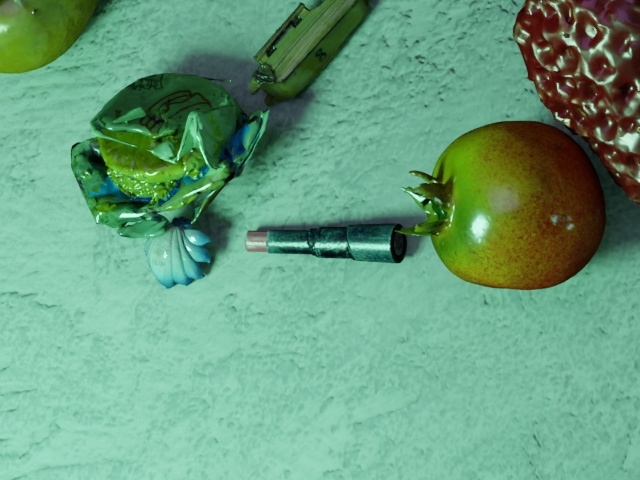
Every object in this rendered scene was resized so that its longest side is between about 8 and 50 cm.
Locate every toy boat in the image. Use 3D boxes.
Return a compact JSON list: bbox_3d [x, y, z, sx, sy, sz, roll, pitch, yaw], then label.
[{"bbox_3d":[-0.019,-0.289,1.885,0.226,0.068,0.088,-50,54,3],"label":"toy boat"}]

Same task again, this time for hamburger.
[{"bbox_3d":[-0.226,-0.145,1.850,0.276,0.150,0.260,-37,52,-12],"label":"hamburger"}]

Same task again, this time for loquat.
[{"bbox_3d":[-0.463,-0.393,2.001,0.275,0.275,0.274,-7,73,21],"label":"loquat"}]

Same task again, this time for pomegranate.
[{"bbox_3d":[0.216,-0.042,1.613,0.257,0.221,0.220,0,69,-22],"label":"pomegranate"}]

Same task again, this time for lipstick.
[{"bbox_3d":[0.000,0.000,1.807,0.234,0.053,0.053,2,76,28],"label":"lipstick"}]

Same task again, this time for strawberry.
[{"bbox_3d":[0.388,-0.191,1.577,0.295,0.317,0.345,-7,95,16],"label":"strawberry"}]

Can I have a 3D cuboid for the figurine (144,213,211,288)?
[{"bbox_3d":[-0.204,0.022,1.877,0.114,0.079,0.114,10,116,21],"label":"figurine"}]
